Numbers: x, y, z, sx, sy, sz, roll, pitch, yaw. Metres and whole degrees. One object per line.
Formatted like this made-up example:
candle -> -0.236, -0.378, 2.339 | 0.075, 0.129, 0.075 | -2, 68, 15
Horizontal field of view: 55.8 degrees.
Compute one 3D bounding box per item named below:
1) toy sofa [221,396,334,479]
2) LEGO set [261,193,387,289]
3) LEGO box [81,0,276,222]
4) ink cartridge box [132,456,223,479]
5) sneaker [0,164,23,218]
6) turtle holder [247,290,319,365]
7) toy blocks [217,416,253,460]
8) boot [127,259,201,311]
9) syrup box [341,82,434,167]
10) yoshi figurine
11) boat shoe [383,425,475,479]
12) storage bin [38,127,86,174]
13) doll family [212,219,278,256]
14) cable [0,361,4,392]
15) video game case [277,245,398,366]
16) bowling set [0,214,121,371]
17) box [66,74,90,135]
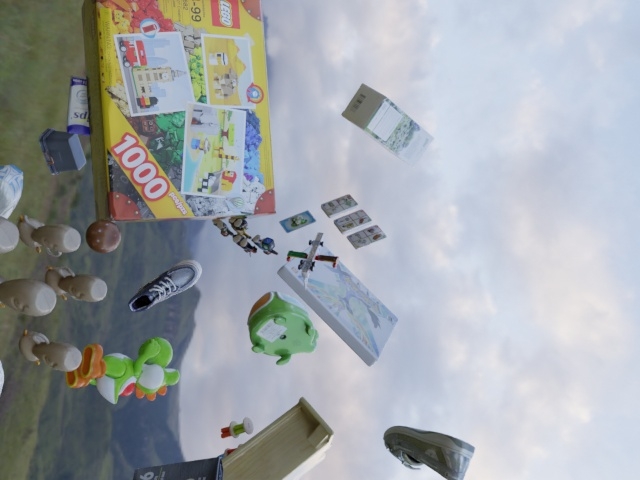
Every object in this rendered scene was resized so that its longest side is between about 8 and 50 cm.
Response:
toy sofa -> -0.143, 0.627, 1.712 | 0.150, 0.362, 0.177 | 43, -34, 25
LEGO set -> 0.000, 0.000, 1.345 | 0.182, 0.244, 0.060 | 52, -22, 44
LEGO box -> -0.318, -0.293, 1.367 | 0.193, 0.372, 0.501 | -4, -90, 62
ink cartridge box -> -0.393, 0.658, 1.430 | 0.304, 0.307, 0.072 | -103, -173, -66
sneaker -> -0.668, -0.062, 1.216 | 0.237, 0.085, 0.086 | -38, -160, 27
turtle holder -> -0.129, 0.321, 2.349 | 0.227, 0.320, 0.243 | -112, -147, -52
toy blocks -> -0.266, 0.616, 1.839 | 0.148, 0.054, 0.123 | -24, -98, 19
boot -> -0.377, 0.117, 1.470 | 0.190, 0.069, 0.086 | -30, -167, 19
syrup box -> 0.170, -0.278, 1.485 | 0.093, 0.236, 0.096 | -55, -132, 9
yoshi figurine -> -0.612, 0.383, 1.935 | 0.203, 0.362, 0.203 | 31, -83, 41
boat shoe -> 0.253, 0.533, 1.505 | 0.320, 0.118, 0.103 | -19, -135, 59
storage bin -> -0.786, -0.270, 1.848 | 0.098, 0.091, 0.135 | -77, 165, -54
doll family -> -0.198, -0.008, 1.596 | 0.193, 0.076, 0.111 | 42, -12, 16
cable -> -0.826, 0.356, 1.348 | 0.257, 0.089, 0.257 | 4, 108, -78
video game case -> 0.059, 0.153, 1.614 | 0.036, 0.329, 0.300 | -46, 176, 21
bowling set -> -0.419, 0.044, 0.941 | 0.154, 0.200, 0.287 | 6, -59, 33
box -> -0.562, -0.331, 1.507 | 0.072, 0.126, 0.137 | 38, -59, 59
